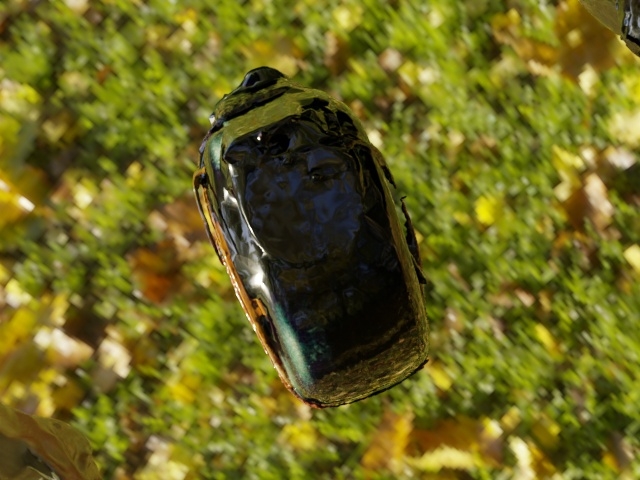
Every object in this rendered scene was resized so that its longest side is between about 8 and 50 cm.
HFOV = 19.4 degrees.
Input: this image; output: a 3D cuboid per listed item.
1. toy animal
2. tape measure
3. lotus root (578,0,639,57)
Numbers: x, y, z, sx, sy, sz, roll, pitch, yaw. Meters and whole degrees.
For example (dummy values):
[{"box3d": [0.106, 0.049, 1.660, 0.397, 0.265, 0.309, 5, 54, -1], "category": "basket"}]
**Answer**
[{"box3d": [-0.270, 0.150, 1.446, 0.097, 0.312, 0.157, -50, 30, 3], "category": "toy animal"}, {"box3d": [0.000, 0.000, 1.271, 0.135, 0.223, 0.202, -22, 16, -1], "category": "tape measure"}, {"box3d": [0.205, -0.231, 1.286, 0.173, 0.173, 0.309, -35, 45, 9], "category": "lotus root"}]
